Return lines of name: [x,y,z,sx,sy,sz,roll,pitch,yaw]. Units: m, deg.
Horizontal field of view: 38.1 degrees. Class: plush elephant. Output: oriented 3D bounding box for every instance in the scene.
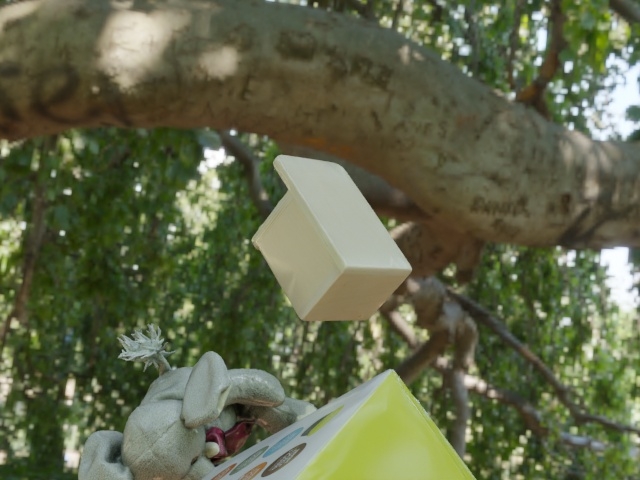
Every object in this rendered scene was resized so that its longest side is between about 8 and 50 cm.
plush elephant: [-0.186,0.287,1.317,0.330,0.272,0.255,48,13,-12]

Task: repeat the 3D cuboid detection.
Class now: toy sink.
toy sink: [0.000,0.000,1.426,0.152,0.234,0.131,4,-45,-47]

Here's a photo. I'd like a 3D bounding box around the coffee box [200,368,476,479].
coffee box: [-0.012,0.388,0.870,0.334,0.338,0.337,-36,1,38]
